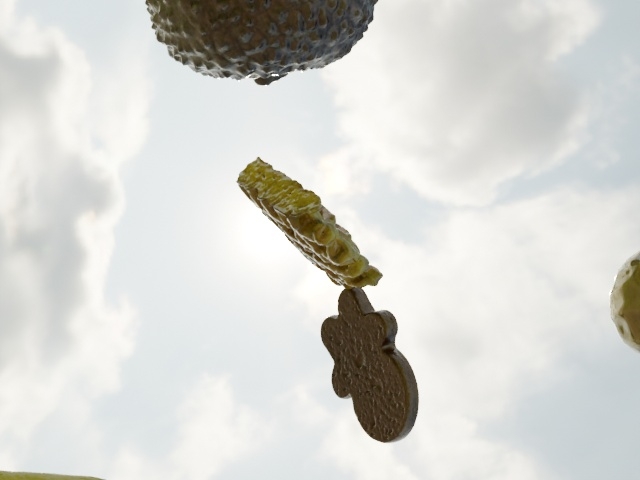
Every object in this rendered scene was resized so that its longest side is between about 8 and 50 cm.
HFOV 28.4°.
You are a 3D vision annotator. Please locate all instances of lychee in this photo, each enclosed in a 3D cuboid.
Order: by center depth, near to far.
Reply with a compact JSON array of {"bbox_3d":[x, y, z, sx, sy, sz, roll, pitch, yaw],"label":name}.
[{"bbox_3d":[-0.079,-0.321,1.517,0.300,0.300,0.300,9,-77,43],"label":"lychee"}]

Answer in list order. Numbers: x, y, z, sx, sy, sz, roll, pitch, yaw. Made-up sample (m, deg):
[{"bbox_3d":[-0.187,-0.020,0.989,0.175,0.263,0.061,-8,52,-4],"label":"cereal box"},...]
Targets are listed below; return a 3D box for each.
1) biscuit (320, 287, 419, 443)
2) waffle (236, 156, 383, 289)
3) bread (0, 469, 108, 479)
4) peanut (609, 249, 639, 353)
[{"bbox_3d":[0.073,0.183,1.828,0.180,0.039,0.236,-57,-134,40],"label":"biscuit"},{"bbox_3d":[0.001,0.000,1.784,0.057,0.219,0.229,-46,-142,-7],"label":"waffle"},{"bbox_3d":[-0.365,0.313,1.485,0.264,0.163,0.168,33,-36,10],"label":"bread"},{"bbox_3d":[0.370,0.032,1.017,0.290,0.130,0.130,-17,-96,43],"label":"peanut"}]
